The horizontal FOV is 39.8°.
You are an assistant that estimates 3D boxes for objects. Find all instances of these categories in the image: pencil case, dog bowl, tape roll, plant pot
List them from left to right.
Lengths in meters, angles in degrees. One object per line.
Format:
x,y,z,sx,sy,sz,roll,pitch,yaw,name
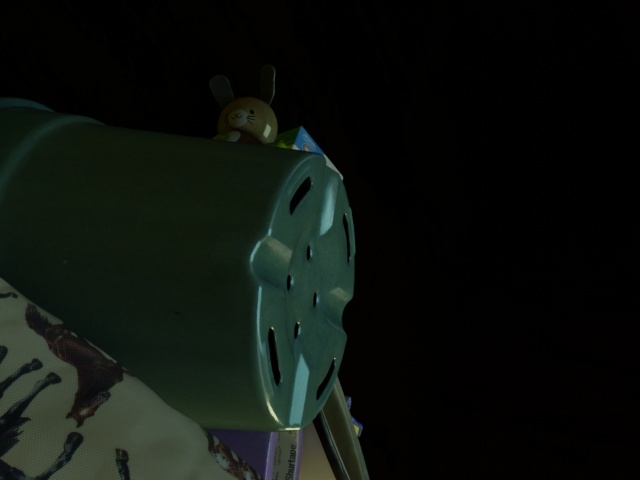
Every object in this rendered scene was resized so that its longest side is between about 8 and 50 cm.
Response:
-0.220,0.150,0.640,0.183,0.410,0.160,-53,-179,-43,pencil case
-0.160,0.035,0.847,0.341,0.334,0.341,4,90,-70,plant pot
-0.075,0.237,0.966,0.189,0.080,0.189,4,90,-80,tape roll
-0.056,0.230,1.253,0.408,0.150,0.408,-20,90,-88,dog bowl

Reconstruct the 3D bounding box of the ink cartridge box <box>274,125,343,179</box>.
-0.054,-0.057,1.455,0.134,0.078,0.231,49,45,-33,ink cartridge box

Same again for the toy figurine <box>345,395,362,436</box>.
0.070,0.420,1.737,0.362,0.191,0.217,52,40,-64,toy figurine

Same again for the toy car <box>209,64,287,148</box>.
-0.109,-0.157,1.246,0.149,0.155,0.188,37,49,-68,toy car
